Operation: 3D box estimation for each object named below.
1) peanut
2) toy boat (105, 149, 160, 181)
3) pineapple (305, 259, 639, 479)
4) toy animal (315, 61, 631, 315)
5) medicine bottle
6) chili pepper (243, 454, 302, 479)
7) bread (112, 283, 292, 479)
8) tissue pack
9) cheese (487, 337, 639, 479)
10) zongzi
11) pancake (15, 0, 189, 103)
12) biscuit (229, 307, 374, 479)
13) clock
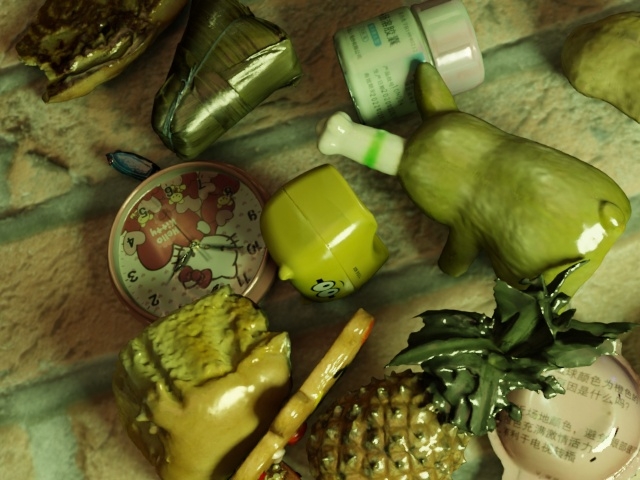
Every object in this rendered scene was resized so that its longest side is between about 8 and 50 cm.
[{"bbox_3d":[0.401,-0.203,0.989,0.224,0.129,0.129,30,81,29],"label":"peanut"},{"bbox_3d":[-0.263,-0.104,1.152,0.083,0.038,0.038,24,79,1],"label":"toy boat"},{"bbox_3d":[0.146,0.149,0.868,0.364,0.166,0.165,-45,68,19],"label":"pineapple"},{"bbox_3d":[0.183,-0.067,0.974,0.363,0.180,0.181,34,76,26],"label":"toy animal"},{"bbox_3d":[0.112,-0.231,1.056,0.169,0.135,0.135,-18,70,6],"label":"medicine bottle"},{"bbox_3d":[-0.028,0.315,0.964,0.268,0.059,0.050,39,123,18],"label":"chili pepper"},{"bbox_3d":[-0.157,0.174,0.945,0.174,0.133,0.251,44,106,36],"label":"bread"},{"bbox_3d":[0.000,0.000,0.983,0.127,0.178,0.123,-34,67,-2],"label":"tissue pack"},{"bbox_3d":[0.262,0.227,0.909,0.189,0.074,0.285,15,76,17],"label":"cheese"},{"bbox_3d":[-0.177,-0.248,1.133,0.221,0.112,0.242,-42,65,-12],"label":"zongzi"},{"bbox_3d":[-0.330,-0.292,1.216,0.258,0.056,0.212,2,66,21],"label":"pancake"},{"bbox_3d":[-0.019,0.192,0.938,0.036,0.165,0.250,36,75,9],"label":"biscuit"},{"bbox_3d":[-0.167,0.006,1.084,0.245,0.056,0.244,-3,71,10],"label":"clock"}]
